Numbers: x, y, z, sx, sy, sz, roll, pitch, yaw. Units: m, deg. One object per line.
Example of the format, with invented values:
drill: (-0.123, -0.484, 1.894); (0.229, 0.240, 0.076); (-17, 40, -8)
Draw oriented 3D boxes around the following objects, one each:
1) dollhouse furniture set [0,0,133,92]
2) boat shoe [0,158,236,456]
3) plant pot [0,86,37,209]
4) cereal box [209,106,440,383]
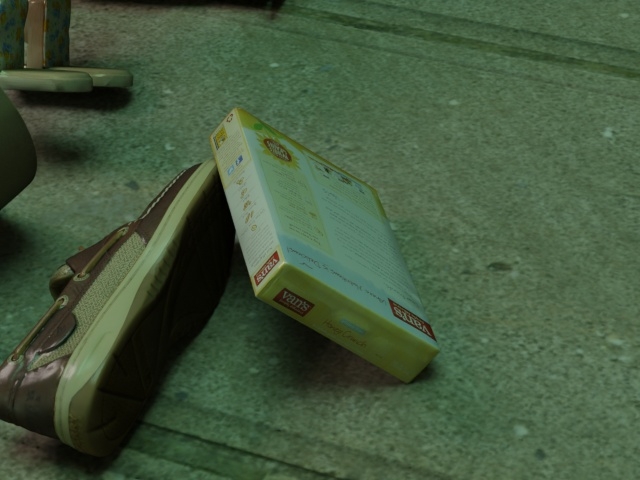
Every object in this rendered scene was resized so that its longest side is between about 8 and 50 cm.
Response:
dollhouse furniture set: (-0.197, -0.338, 1.814); (0.257, 0.362, 0.394); (4, 7, 11)
boat shoe: (-0.171, 0.040, 1.490); (0.123, 0.123, 0.342); (9, 42, 17)
plant pot: (-0.426, -0.036, 1.527); (0.256, 0.256, 0.274); (19, 58, 26)
cereal box: (0.000, 0.000, 1.507); (0.173, 0.047, 0.240); (31, 24, -30)
